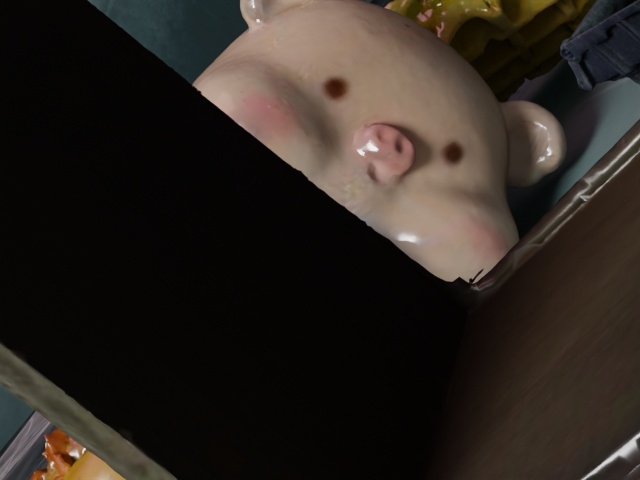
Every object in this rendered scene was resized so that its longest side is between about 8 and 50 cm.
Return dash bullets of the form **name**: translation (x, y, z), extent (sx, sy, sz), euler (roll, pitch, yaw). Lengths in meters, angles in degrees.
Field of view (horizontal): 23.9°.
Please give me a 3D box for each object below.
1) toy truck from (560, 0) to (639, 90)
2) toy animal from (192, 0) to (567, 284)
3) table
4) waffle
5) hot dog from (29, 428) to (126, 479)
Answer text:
- **toy truck**: translation (0.183, -0.114, 0.663), extent (0.083, 0.092, 0.192), euler (-54, 10, -19)
- **toy animal**: translation (-0.002, -0.007, 0.868), extent (0.221, 0.210, 0.229), euler (-43, 25, 58)
- **table**: translation (0.052, -0.038, 0.416), extent (0.250, 0.282, 0.196), euler (-46, 10, 31)
- **waffle**: translation (0.113, -0.138, 0.993), extent (0.211, 0.055, 0.160), euler (-34, -19, 9)
- **hot dog**: translation (-0.154, 0.220, 0.779), extent (0.348, 0.117, 0.158), euler (-61, -8, 8)
